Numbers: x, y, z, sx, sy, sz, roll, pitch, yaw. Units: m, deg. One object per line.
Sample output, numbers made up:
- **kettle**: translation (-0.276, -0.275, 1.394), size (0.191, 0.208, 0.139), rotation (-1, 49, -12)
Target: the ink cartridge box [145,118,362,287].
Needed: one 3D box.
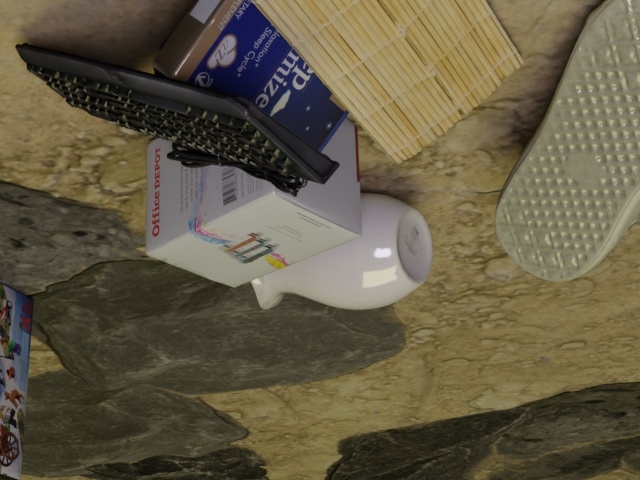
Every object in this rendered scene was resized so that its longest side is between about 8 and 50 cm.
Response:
- **ink cartridge box**: translation (-0.067, -0.050, 1.283), size (0.176, 0.128, 0.127), rotation (-22, 148, 36)

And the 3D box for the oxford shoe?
- **oxford shoe**: translation (0.298, -0.126, 1.184), size (0.130, 0.169, 0.449), rotation (-39, 167, -37)

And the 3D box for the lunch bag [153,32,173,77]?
- **lunch bag**: translation (-0.105, -0.151, 1.142), size (0.065, 0.067, 0.098), rotation (17, 152, -31)

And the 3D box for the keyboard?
- **keyboard**: translation (-0.109, -0.091, 1.103), size (0.317, 0.033, 0.201), rotation (20, 171, 45)

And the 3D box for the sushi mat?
- **sushi mat**: translation (0.061, -0.177, 1.094), size (0.151, 0.019, 0.316), rotation (-39, 146, 6)

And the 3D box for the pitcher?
- **pitcher**: translation (0.000, 0.000, 1.421), size (0.207, 0.125, 0.178), rotation (-5, 143, 32)

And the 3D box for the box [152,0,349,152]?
- **box**: translation (-0.026, -0.146, 1.106), size (0.136, 0.036, 0.225), rotation (-55, 142, 1)

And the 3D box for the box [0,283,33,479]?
- **box**: translation (-0.410, 0.154, 1.550), size (0.044, 0.233, 0.159), rotation (-15, 152, 25)
